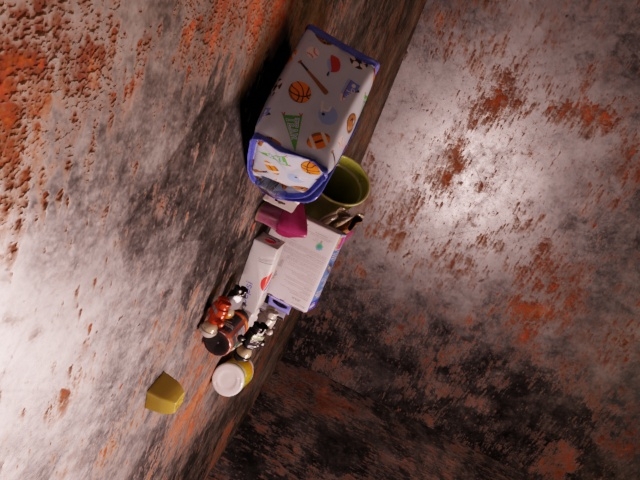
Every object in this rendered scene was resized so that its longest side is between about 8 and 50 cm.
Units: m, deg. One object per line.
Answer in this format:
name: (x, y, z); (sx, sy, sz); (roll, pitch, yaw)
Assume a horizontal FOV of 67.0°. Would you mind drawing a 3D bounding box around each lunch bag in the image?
lunch bag: (-0.037, -0.288, 1.261); (0.327, 0.239, 0.385); (-64, -171, -14)

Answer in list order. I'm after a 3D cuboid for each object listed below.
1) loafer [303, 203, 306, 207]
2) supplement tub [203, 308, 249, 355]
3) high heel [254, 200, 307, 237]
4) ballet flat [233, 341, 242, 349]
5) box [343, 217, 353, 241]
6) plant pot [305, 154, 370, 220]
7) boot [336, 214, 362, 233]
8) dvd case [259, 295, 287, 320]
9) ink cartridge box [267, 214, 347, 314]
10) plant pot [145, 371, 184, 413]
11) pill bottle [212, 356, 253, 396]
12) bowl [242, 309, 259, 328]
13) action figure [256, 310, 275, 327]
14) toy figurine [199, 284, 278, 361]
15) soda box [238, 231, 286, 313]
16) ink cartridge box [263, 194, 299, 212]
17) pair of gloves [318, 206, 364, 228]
loafer: (-0.105, -0.066, 2.043); (0.268, 0.092, 0.102); (-65, 175, 8)
supplement tub: (-0.319, 0.313, 1.691); (0.106, 0.106, 0.198); (-68, 172, 22)
high heel: (-0.074, -0.123, 1.700); (0.377, 0.181, 0.127); (-57, 169, -51)
ballet flat: (-0.364, 0.428, 2.045); (0.052, 0.057, 0.168); (-38, 174, 12)
box: (0.000, 0.000, 2.341); (0.243, 0.117, 0.213); (-23, -169, 38)
plant pot: (0.044, -0.204, 2.160); (0.276, 0.276, 0.254); (-60, -177, -36)
boot: (0.029, 0.018, 2.007); (0.281, 0.096, 0.264); (-28, -175, 40)
dvd case: (-0.181, 0.200, 2.028); (0.029, 0.179, 0.238); (99, 16, -55)
ink cartridge box: (-0.103, 0.098, 1.890); (0.395, 0.270, 0.151); (-66, 167, 6)
plant pot: (-0.432, 0.438, 1.363); (0.081, 0.083, 0.081); (-56, 167, -55)
pill bottle: (-0.369, 0.580, 2.104); (0.246, 0.137, 0.136); (27, 88, -83)
bowl: (-0.310, 0.331, 2.042); (0.142, 0.053, 0.142); (-59, 171, -39)
action figure: (-0.225, 0.275, 2.320); (0.284, 0.099, 0.185); (-70, 163, 0)
toy figurine: (-0.259, 0.265, 1.559); (0.148, 0.213, 0.209); (-58, 178, 17)
soda box: (-0.225, 0.119, 1.767); (0.286, 0.098, 0.091); (-67, 173, 23)
ink cartridge box: (-0.094, -0.197, 1.571); (0.067, 0.115, 0.198); (105, 11, -58)
pair of gloves: (0.061, -0.085, 2.081); (0.204, 0.042, 0.240); (-26, 167, 27)
